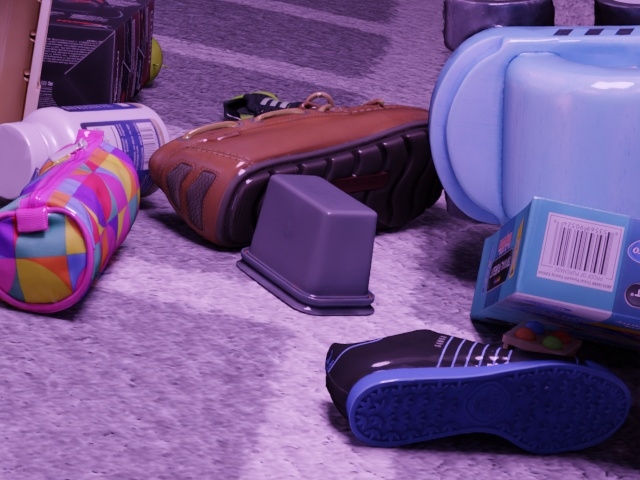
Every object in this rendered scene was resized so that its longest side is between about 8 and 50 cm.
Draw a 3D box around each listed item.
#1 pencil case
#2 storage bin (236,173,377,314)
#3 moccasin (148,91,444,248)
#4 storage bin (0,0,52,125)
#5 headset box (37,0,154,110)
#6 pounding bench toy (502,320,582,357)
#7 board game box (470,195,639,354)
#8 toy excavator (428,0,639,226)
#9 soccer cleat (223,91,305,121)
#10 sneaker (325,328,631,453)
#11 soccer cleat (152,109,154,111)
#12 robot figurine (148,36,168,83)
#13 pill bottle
[{"bbox_3d":[-0.213,-0.019,1.528,0.104,0.104,0.236,12,17,-1],"label":"pencil case"},{"bbox_3d":[0.000,0.000,1.628,0.098,0.091,0.135,1,20,-32],"label":"storage bin"},{"bbox_3d":[-0.006,-0.076,1.829,0.380,0.139,0.147,-17,40,-41],"label":"moccasin"},{"bbox_3d":[-0.388,-0.209,1.751,0.260,0.262,0.123,8,14,-13],"label":"storage bin"},{"bbox_3d":[-0.312,-0.219,2.070,0.218,0.110,0.293,6,16,2],"label":"headset box"},{"bbox_3d":[0.164,0.103,1.443,0.052,0.065,0.083,18,18,21],"label":"pounding bench toy"},{"bbox_3d":[0.267,0.046,1.487,0.254,0.079,0.336,12,-6,0],"label":"board game box"},{"bbox_3d":[0.315,-0.071,1.600,0.433,0.222,0.445,0,21,1],"label":"toy excavator"},{"bbox_3d":[-0.050,-0.134,2.115,0.072,0.060,0.179,-9,18,-29],"label":"soccer cleat"},{"bbox_3d":[0.116,0.105,1.376,0.232,0.081,0.090,4,25,-21],"label":"sneaker"},{"bbox_3d":[-0.211,-0.134,2.044,0.036,0.029,0.083,6,12,11],"label":"soccer cleat"},{"bbox_3d":[-0.245,-0.228,2.256,0.115,0.067,0.101,16,9,12],"label":"robot figurine"},{"bbox_3d":[-0.229,-0.079,1.724,0.094,0.094,0.169,24,20,36],"label":"pill bottle"}]
